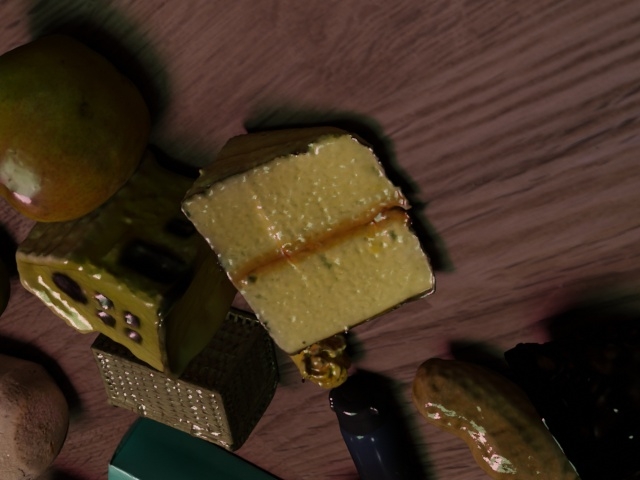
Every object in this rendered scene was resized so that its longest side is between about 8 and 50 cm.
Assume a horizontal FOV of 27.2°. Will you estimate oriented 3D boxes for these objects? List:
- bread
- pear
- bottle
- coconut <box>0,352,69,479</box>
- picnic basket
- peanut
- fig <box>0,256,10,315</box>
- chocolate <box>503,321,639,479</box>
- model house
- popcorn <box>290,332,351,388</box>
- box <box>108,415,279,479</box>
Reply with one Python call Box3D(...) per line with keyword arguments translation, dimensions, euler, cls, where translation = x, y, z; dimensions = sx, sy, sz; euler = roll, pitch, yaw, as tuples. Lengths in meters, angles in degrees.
Box3D(translation=(0.000, 0.000, 1.378), dimensions=(0.178, 0.135, 0.240), euler=(-4, 128, 41), cls="bread")
Box3D(translation=(-0.289, -0.117, 1.424), dimensions=(0.200, 0.200, 0.200), euler=(21, 143, 17), cls="pear")
Box3D(translation=(0.073, 0.271, 1.698), dimensions=(0.082, 0.072, 0.244), euler=(12, 139, 32), cls="bottle")
Box3D(translation=(-0.518, 0.273, 2.054), dimensions=(0.234, 0.224, 0.224), euler=(5, 136, 33), cls="coconut")
Box3D(translation=(-0.171, 0.168, 1.716), dimensions=(0.196, 0.134, 0.154), euler=(16, 143, 21), cls="picnic basket")
Box3D(translation=(0.202, 0.211, 1.497), dimensions=(0.226, 0.108, 0.095), euler=(36, 150, 0), cls="peanut")
Box3D(translation=(-0.551, 0.060, 1.811), dimensions=(0.203, 0.225, 0.203), euler=(27, 129, 38), cls="fig")
Box3D(translation=(0.316, 0.155, 1.349), dimensions=(0.177, 0.206, 0.224), euler=(-32, 131, 5), cls="chocolate")
Box3D(translation=(-0.220, 0.015, 1.522), dimensions=(0.234, 0.193, 0.175), euler=(22, 148, 18), cls="model house")
Box3D(translation=(0.005, 0.136, 1.612), dimensions=(0.084, 0.084, 0.084), euler=(21, 143, 17), cls="popcorn")
Box3D(translation=(-0.169, 0.412, 2.017), dimensions=(0.311, 0.118, 0.205), euler=(27, 146, 10), cls="box")
